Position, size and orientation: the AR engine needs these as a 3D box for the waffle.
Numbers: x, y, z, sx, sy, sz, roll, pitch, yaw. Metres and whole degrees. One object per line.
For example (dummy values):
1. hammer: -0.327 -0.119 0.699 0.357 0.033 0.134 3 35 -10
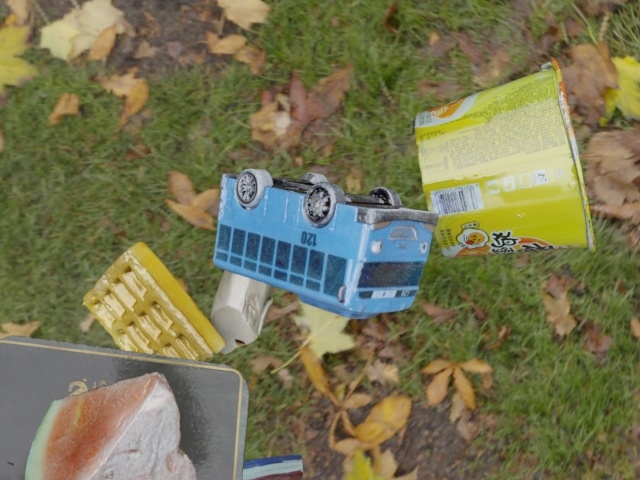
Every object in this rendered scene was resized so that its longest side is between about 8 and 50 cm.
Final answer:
1. waffle: -0.283 0.134 1.647 0.221 0.055 0.248 52 142 -1

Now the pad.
1. pad: -0.273 0.226 1.330 0.376 0.063 0.314 10 64 -17

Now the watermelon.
1. watermelon: -0.222 0.232 1.093 0.202 0.136 0.207 -39 52 1

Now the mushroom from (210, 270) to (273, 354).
1. mushroom: -0.121 0.067 1.650 0.096 0.108 0.246 3 60 17

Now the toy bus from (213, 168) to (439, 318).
1. toy bus: 0.000 0.000 1.041 0.234 0.116 0.133 16 99 45

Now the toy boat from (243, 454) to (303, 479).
1. toy boat: -0.127 0.420 1.739 0.080 0.229 0.046 -55 51 33

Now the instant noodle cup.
1. instant noodle cup: 0.246 -0.090 1.317 0.200 0.264 0.264 -13 91 14
